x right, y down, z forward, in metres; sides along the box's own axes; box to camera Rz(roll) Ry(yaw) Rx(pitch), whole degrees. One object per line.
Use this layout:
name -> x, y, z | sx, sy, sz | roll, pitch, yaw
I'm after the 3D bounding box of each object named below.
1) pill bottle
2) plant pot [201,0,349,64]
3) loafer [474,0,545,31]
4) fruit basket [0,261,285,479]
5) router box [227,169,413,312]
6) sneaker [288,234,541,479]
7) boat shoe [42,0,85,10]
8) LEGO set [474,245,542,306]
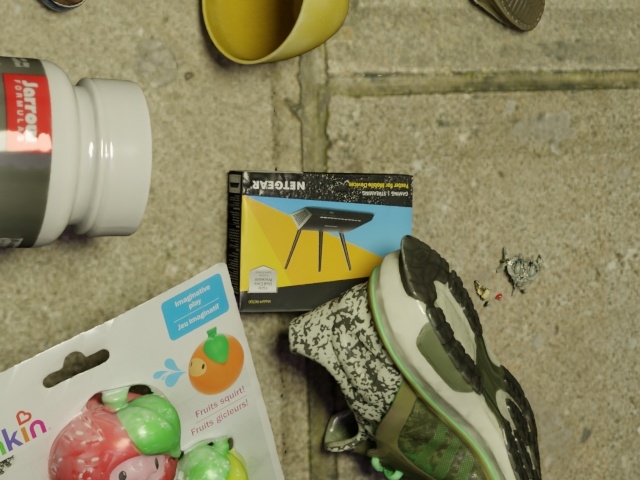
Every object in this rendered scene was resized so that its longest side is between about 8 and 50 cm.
pill bottle -> -0.292, -0.075, 1.168 | 0.283, 0.161, 0.161 | 1, 93, -23
plant pot -> -0.029, -0.224, 1.299 | 0.095, 0.134, 0.134 | 1, 94, -47
loafer -> 0.170, -0.262, 1.414 | 0.148, 0.050, 0.056 | 37, 83, -37
fruit basket -> -0.165, 0.239, 1.205 | 0.327, 0.165, 0.353 | -27, 125, -26
router box -> 0.000, 0.000, 1.359 | 0.178, 0.046, 0.133 | 0, 94, -23
sneaker -> 0.100, 0.183, 1.389 | 0.182, 0.158, 0.410 | -18, 119, 20
boat shoe -> -0.243, -0.290, 1.225 | 0.066, 0.066, 0.183 | -30, 105, -19
LEGO set -> 0.199, 0.038, 1.458 | 0.054, 0.023, 0.083 | 46, 76, -19
